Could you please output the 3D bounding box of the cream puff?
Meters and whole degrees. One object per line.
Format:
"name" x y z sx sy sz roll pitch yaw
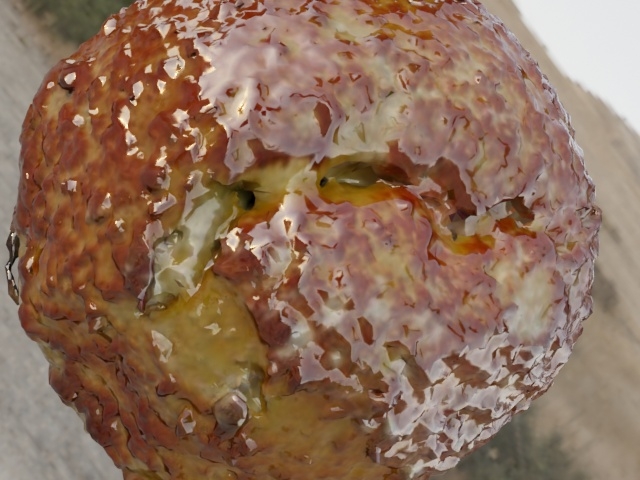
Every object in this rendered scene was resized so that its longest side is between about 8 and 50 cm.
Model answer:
"cream puff" -0.001 0.000 0.489 0.240 0.240 0.164 51 -11 -23
